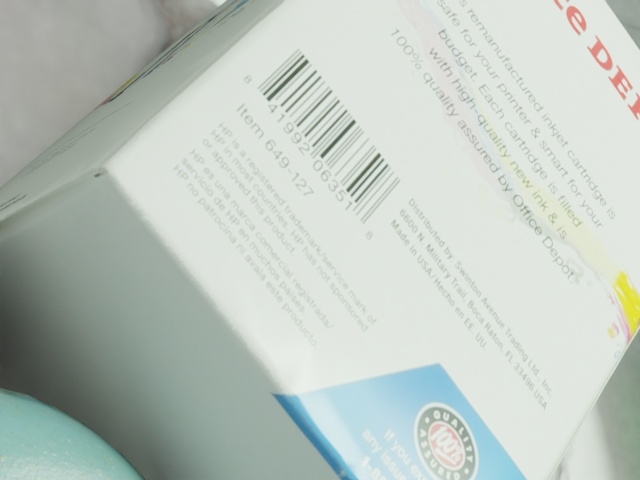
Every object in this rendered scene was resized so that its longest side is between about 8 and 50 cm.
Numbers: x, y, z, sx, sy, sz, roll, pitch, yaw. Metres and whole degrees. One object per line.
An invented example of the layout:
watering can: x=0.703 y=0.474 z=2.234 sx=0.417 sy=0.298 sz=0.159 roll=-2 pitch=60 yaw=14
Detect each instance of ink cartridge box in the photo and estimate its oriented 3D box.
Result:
ink cartridge box: x=0.000 y=0.000 z=0.532 sx=0.171 sy=0.168 sz=0.233 roll=53 pitch=49 yaw=-12

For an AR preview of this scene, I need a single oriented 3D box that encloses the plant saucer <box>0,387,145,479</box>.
plant saucer: x=-0.098 y=0.195 z=0.357 sx=0.317 sy=0.043 sz=0.318 roll=-24 pitch=117 yaw=-60
